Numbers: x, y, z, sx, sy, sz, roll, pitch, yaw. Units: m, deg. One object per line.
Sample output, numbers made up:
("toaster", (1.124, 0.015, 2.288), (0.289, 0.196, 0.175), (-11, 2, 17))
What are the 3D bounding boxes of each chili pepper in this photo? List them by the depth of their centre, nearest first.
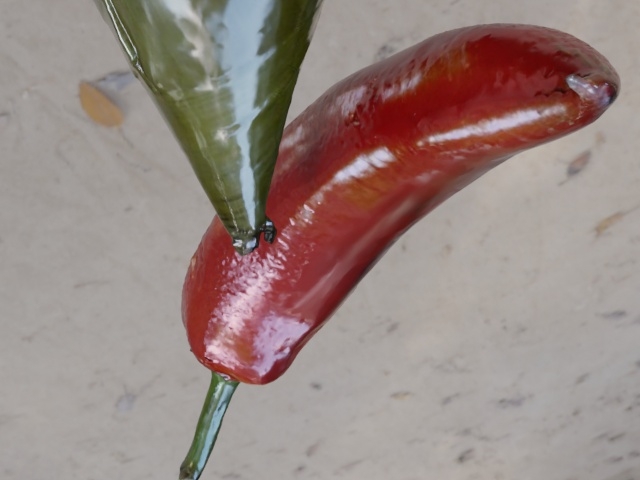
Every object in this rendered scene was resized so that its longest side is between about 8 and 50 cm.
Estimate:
("chili pepper", (0.003, -0.007, 0.513), (0.092, 0.137, 0.368), (24, 138, -14))

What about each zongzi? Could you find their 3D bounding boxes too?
("zongzi", (0.004, -0.142, 0.414), (0.228, 0.115, 0.256), (-26, 107, 5))
